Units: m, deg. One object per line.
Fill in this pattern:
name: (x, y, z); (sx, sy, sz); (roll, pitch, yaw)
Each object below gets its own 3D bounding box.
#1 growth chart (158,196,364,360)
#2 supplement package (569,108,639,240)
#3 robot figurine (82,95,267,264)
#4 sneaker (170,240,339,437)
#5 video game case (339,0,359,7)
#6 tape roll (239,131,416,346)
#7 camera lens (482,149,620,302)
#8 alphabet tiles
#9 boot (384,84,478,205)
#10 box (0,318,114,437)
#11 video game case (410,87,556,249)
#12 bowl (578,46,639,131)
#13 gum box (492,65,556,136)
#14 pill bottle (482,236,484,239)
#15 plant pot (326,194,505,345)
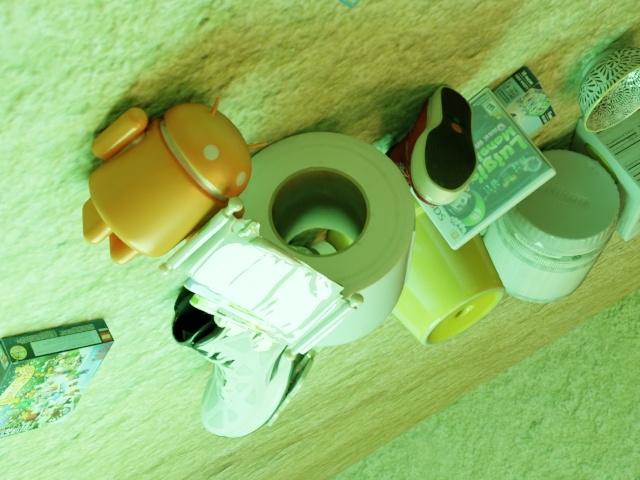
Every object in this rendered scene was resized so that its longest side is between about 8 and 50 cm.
growth chart: (-0.070, 0.058, 1.036); (0.172, 0.021, 0.237); (-34, 125, 30)
supplement package: (0.599, -0.147, 1.698); (0.149, 0.203, 0.194); (-29, 156, -7)
robot figurine: (-0.170, -0.068, 0.994); (0.219, 0.158, 0.128); (-37, 178, 11)
sneaker: (-0.164, 0.170, 1.471); (0.257, 0.169, 0.447); (2, 132, -39)
video game case: (0.059, -0.323, 0.923); (0.166, 0.015, 0.119); (-43, 154, 21)
tape roll: (0.000, 0.000, 1.190); (0.246, 0.246, 0.169); (-27, 155, -12)
camera lens: (0.441, -0.020, 1.725); (0.219, 0.219, 0.274); (-26, 156, -15)
alphabet tiles: (-0.024, 0.205, 1.653); (0.284, 0.021, 0.278); (-58, -178, 45)
boot: (0.134, -0.091, 1.245); (0.176, 0.088, 0.244); (-48, -165, 36)
box: (-0.423, 0.213, 1.325); (0.159, 0.044, 0.233); (-10, 148, -42)
video game case: (0.229, -0.110, 1.347); (0.190, 0.173, 0.022); (-39, 158, 13)
bowl: (0.490, -0.267, 1.483); (0.170, 0.080, 0.170); (-27, 155, -14)
gum box: (0.284, -0.183, 1.439); (0.184, 0.041, 0.157); (-39, 155, 11)
pill bottle: (0.340, 0.047, 1.897); (0.152, 0.086, 0.086); (-31, 156, -3)
plant pot: (0.176, 0.034, 1.480); (0.254, 0.239, 0.254); (-28, 156, -14)
